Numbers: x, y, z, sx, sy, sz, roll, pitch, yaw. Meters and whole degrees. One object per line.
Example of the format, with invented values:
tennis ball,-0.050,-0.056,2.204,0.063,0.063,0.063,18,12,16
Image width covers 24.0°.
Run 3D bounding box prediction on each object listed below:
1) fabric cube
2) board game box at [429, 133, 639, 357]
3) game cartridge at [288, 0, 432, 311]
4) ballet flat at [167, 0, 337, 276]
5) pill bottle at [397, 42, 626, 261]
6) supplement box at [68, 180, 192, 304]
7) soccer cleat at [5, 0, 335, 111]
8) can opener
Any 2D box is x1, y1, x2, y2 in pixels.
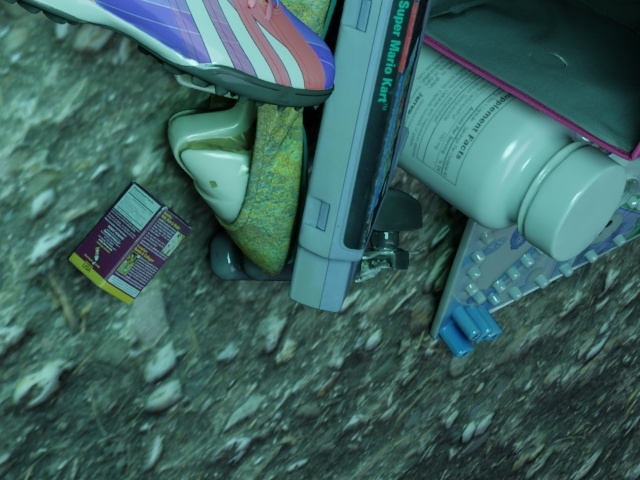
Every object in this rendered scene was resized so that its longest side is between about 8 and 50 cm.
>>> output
fabric cube,0.271,-0.260,1.301,0.258,0.254,0.259,-23,140,-47
board game box,0.324,-0.044,1.694,0.390,0.050,0.390,-25,155,-20
game cartridge,0.050,-0.142,1.192,0.230,0.068,0.355,-75,177,-57
ballet flat,-0.062,-0.111,1.161,0.123,0.123,0.349,-29,144,-37
pill bottle,0.157,-0.085,1.368,0.131,0.229,0.131,-36,148,-27
supplement box,-0.152,0.002,1.208,0.083,0.043,0.055,-50,151,-3
soccer cleat,-0.097,-0.175,0.951,0.318,0.108,0.116,21,104,-37
can opener,0.000,0.000,1.423,0.280,0.074,0.093,-6,93,-55
